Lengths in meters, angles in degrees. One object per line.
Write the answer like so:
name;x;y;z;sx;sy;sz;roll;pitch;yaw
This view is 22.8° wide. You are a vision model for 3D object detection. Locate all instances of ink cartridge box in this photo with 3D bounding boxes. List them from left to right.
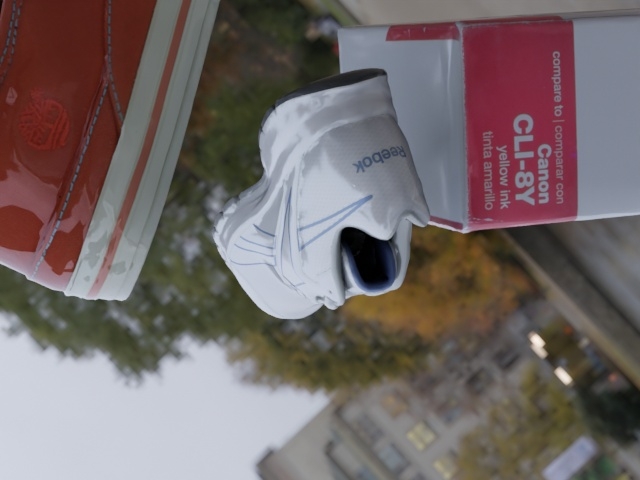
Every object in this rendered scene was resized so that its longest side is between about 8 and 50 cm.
ink cartridge box;0.240;-0.110;1.309;0.279;0.384;0.160;-163;68;-72

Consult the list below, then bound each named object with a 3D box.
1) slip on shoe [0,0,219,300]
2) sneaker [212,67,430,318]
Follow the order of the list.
slip on shoe;-0.085;-0.143;0.623;0.101;0.331;0.123;15;165;-12
sneaker;0.000;0.000;1.137;0.297;0.111;0.129;110;138;-64
